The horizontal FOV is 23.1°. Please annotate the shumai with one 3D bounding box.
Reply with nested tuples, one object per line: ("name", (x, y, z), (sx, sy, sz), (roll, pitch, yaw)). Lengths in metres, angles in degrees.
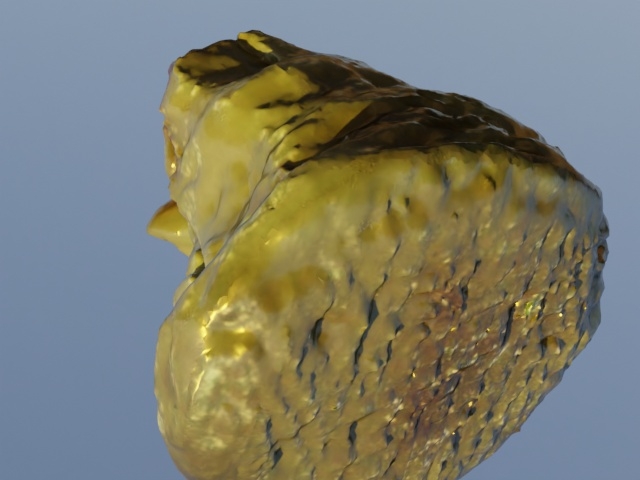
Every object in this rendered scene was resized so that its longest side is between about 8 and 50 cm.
("shumai", (0.000, 0.000, 1.156), (0.397, 0.324, 0.323), (3, -147, -45))
